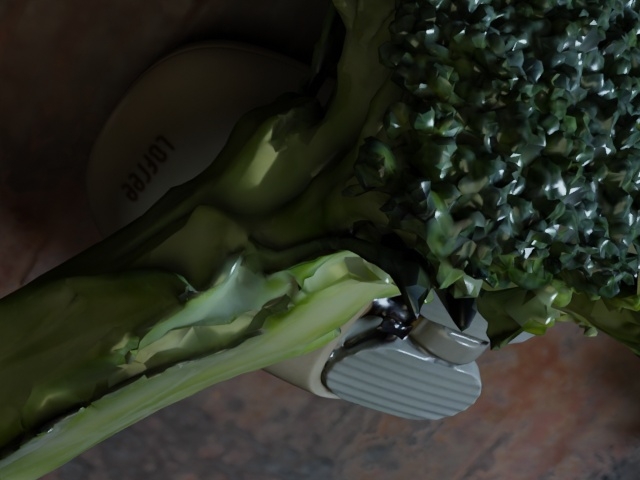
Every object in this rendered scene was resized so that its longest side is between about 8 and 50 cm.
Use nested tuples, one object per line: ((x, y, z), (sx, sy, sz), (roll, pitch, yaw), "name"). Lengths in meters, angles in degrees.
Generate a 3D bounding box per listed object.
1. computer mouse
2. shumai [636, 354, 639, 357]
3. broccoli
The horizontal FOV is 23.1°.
((0.000, 0.000, 0.763), (0.236, 0.082, 0.145), (33, 118, -16), "computer mouse")
((0.223, -0.025, 0.707), (0.176, 0.206, 0.166), (-13, 125, -31), "shumai")
((-0.013, 0.003, 0.637), (0.361, 0.252, 0.221), (-24, 101, 37), "broccoli")
